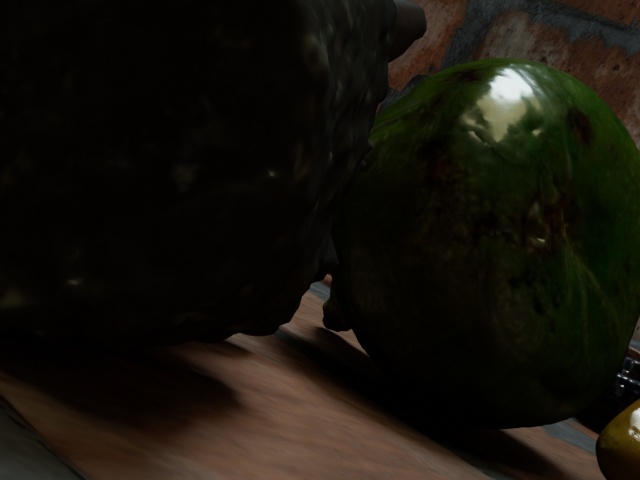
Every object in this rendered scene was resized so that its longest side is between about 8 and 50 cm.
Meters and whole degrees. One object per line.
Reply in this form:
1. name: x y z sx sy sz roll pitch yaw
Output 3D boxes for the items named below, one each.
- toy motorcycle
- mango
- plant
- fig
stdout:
1. toy motorcycle: 0.236 0.109 1.121 0.118 0.084 0.212 17 6 -27
2. mango: 0.196 0.124 0.731 0.114 0.060 0.080 26 18 -41
3. plant: -0.071 -0.059 0.514 0.194 0.181 0.321 20 5 3
4. fig: 0.060 0.007 0.738 0.203 0.203 0.235 24 -21 -38
